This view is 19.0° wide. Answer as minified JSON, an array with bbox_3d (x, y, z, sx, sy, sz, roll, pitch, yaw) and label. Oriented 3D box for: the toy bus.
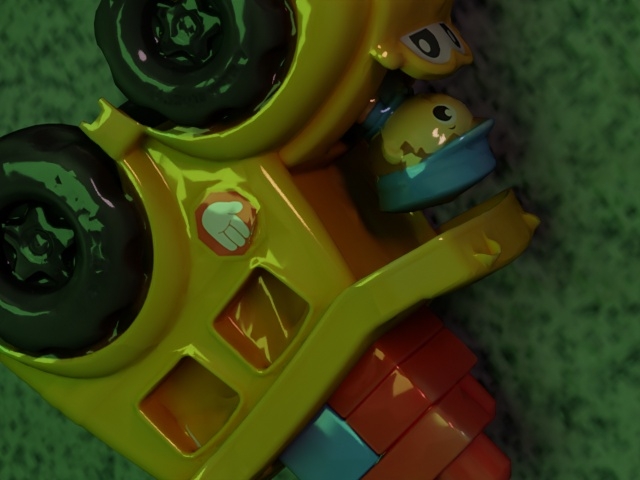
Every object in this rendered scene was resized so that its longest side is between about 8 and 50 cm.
[{"bbox_3d":[0.000,0.000,0.680,0.211,0.149,0.220,43,113,9],"label":"toy bus"}]
